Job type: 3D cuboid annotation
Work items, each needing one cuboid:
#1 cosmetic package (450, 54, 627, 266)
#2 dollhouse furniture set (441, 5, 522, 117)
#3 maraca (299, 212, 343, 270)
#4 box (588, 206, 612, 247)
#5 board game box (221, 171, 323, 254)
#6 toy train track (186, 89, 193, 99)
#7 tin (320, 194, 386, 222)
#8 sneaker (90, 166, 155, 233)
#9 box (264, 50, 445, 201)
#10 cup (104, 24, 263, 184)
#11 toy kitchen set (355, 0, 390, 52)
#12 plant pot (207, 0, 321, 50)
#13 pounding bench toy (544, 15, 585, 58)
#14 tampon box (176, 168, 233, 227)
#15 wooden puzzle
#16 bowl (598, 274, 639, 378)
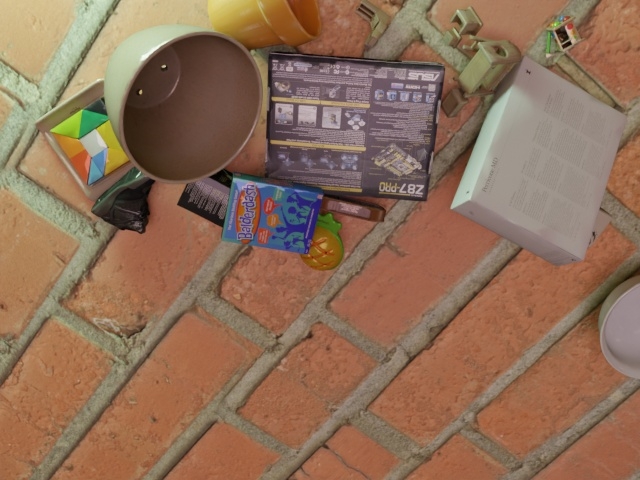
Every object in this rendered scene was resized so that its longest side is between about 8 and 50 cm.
[{"bbox_3d":[0.484,-0.174,1.251,0.284,0.097,0.377,28,73,-10],"label":"cosmetic package"},{"bbox_3d":[0.338,-0.405,1.300,0.101,0.161,0.182,-14,159,-28],"label":"dollhouse furniture set"},{"bbox_3d":[0.000,0.000,1.423,0.127,0.099,0.185,15,130,15],"label":"maraca"},{"bbox_3d":[0.548,-0.096,1.374,0.275,0.113,0.094,26,110,-7],"label":"box"},{"bbox_3d":[-0.114,-0.061,1.322,0.210,0.047,0.160,9,113,-12],"label":"board game box"},{"bbox_3d":[-0.301,-0.319,1.366,0.048,0.014,0.083,-13,105,14],"label":"toy train track"},{"bbox_3d":[0.068,-0.084,1.396,0.190,0.106,0.040,13,98,-4],"label":"tin"},{"bbox_3d":[-0.446,-0.101,1.404,0.227,0.087,0.130,-35,121,22],"label":"sneaker"},{"bbox_3d":[0.072,-0.264,1.328,0.395,0.097,0.318,4,110,2],"label":"box"},{"bbox_3d":[-0.325,-0.320,1.224,0.237,0.331,0.331,40,114,34],"label":"cup"},{"bbox_3d":[0.098,-0.472,1.269,0.075,0.083,0.068,32,150,-10],"label":"toy kitchen set"},{"bbox_3d":[-0.127,-0.495,1.207,0.188,0.205,0.205,-14,111,23],"label":"plant pot"},{"bbox_3d":[0.528,-0.454,1.267,0.083,0.052,0.065,-30,107,13],"label":"pounding bench toy"},{"bbox_3d":[-0.244,-0.108,1.387,0.161,0.120,0.101,28,108,-9],"label":"tampon box"},{"bbox_3d":[-0.544,-0.237,1.388,0.221,0.044,0.238,-29,108,12],"label":"wooden puzzle"},{"bbox_3d":[0.845,0.198,1.465,0.298,0.134,0.297,1,110,2],"label":"bowl"}]
